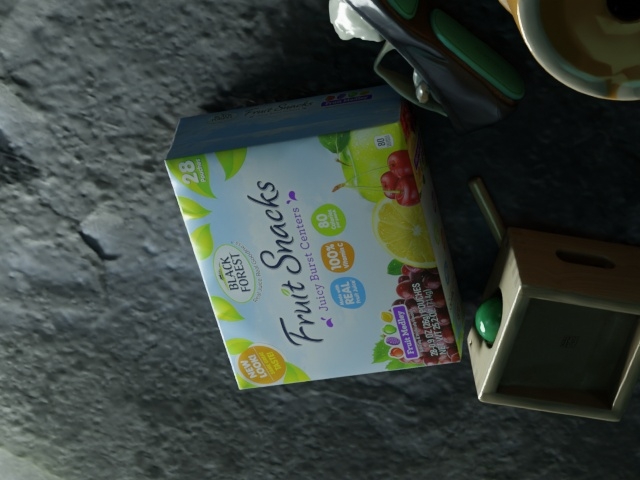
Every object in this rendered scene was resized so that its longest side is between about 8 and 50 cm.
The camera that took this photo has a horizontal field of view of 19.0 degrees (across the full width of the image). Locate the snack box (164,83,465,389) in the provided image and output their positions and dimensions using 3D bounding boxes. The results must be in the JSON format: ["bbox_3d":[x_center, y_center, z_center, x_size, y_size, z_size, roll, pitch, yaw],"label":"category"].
[{"bbox_3d":[0.000,0.000,1.393,0.174,0.070,0.207,-8,120,13],"label":"snack box"}]

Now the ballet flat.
[{"bbox_3d":[0.052,-0.145,1.295,0.074,0.074,0.203,-35,114,26],"label":"ballet flat"}]

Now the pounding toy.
[{"bbox_3d":[0.164,0.043,1.393,0.141,0.100,0.130,9,125,-10],"label":"pounding toy"}]

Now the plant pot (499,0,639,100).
[{"bbox_3d":[0.186,-0.185,1.175,0.205,0.188,0.205,4,123,6],"label":"plant pot"}]
